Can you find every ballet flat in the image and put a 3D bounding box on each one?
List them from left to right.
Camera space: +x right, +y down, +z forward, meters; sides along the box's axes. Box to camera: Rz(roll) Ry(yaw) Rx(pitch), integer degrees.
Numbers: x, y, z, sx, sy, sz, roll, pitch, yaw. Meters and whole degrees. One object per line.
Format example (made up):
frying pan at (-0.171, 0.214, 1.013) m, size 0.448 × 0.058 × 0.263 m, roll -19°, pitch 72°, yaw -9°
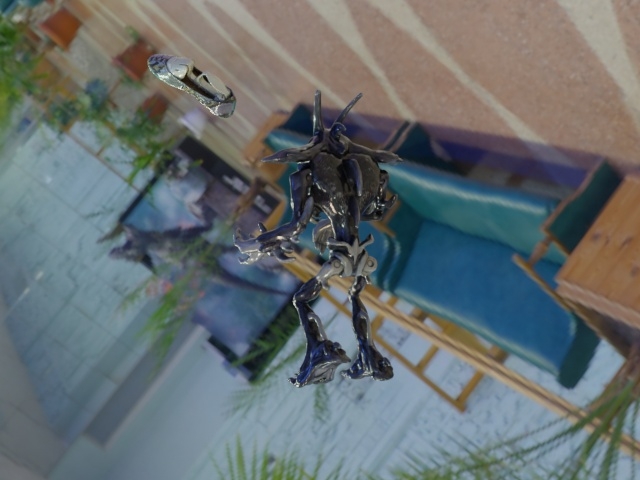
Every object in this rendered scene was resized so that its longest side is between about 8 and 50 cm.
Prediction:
ballet flat at (-0.142, -0.184, 1.025) m, size 0.114 × 0.041 × 0.041 m, roll 34°, pitch 174°, yaw -1°

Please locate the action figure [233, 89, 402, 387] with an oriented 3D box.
action figure at (0.000, 0.000, 0.886) m, size 0.164 × 0.276 × 0.141 m, roll -1°, pitch 176°, yaw -38°
